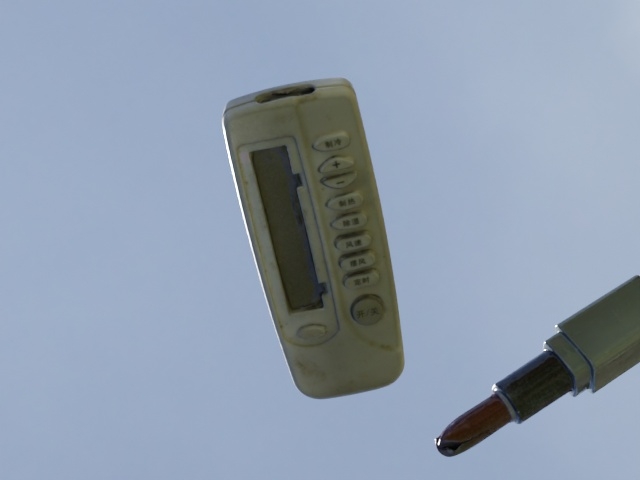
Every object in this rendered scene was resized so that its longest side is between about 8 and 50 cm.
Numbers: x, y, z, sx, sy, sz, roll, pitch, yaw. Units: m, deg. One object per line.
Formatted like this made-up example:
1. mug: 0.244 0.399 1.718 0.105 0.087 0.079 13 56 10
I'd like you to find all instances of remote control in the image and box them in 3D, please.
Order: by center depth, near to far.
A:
1. remote control: 0.000 0.000 1.147 0.049 0.090 0.230 -94 -7 -61

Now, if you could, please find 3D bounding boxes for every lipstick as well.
1. lipstick: 0.090 0.053 0.674 0.025 0.107 0.025 52 166 31
